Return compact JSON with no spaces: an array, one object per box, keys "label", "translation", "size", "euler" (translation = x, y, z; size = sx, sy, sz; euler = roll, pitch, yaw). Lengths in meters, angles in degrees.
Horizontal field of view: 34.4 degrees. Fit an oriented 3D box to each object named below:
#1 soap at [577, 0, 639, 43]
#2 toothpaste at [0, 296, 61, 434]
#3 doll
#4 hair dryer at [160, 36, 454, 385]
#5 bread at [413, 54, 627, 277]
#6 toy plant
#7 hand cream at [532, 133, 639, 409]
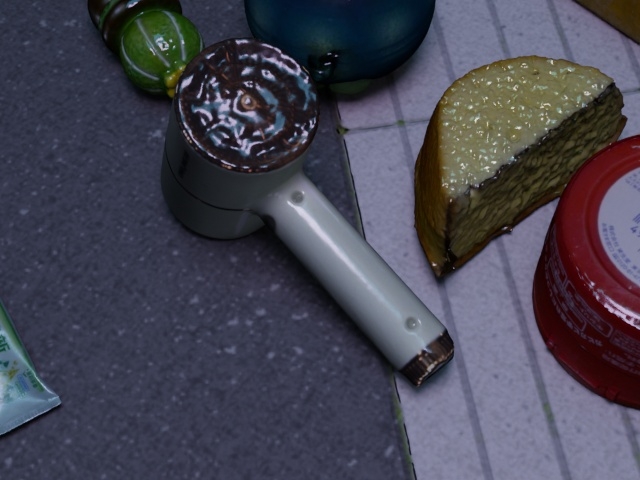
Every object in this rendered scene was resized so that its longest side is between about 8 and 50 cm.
[{"label":"soap","translation":[0.357,-0.284,1.093],"size":[0.080,0.160,0.257],"euler":[-41,66,-19]},{"label":"toothpaste","translation":[-0.339,0.050,0.980],"size":[0.075,0.048,0.296],"euler":[-26,66,-17]},{"label":"doll","translation":[0.023,-0.289,1.090],"size":[0.199,0.186,0.321],"euler":[3,57,4]},{"label":"hair dryer","translation":[0.000,0.000,0.940],"size":[0.128,0.203,0.362],"euler":[-40,85,-20]},{"label":"bread","translation":[0.169,-0.092,1.004],"size":[0.260,0.129,0.134],"euler":[-38,59,-20]},{"label":"toy plant","translation":[-0.181,-0.219,1.106],"size":[0.093,0.092,0.162],"euler":[-28,62,-14]},{"label":"hand cream","translation":[0.307,0.026,0.919],"size":[0.230,0.149,0.230],"euler":[-2,60,3]}]
